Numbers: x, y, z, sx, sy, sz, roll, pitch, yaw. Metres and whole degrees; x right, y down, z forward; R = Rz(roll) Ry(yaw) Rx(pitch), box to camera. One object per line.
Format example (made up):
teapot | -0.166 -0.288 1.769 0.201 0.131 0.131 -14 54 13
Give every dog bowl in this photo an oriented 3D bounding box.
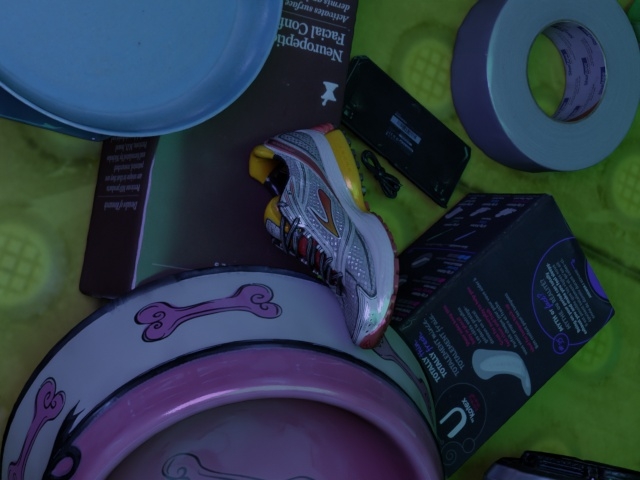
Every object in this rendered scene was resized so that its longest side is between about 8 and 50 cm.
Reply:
dog bowl | -0.072 0.234 1.133 0.407 0.150 0.408 -6 115 -13

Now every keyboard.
keyboard | 0.078 -0.103 1.376 0.180 0.023 0.108 38 67 -24

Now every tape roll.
tape roll | 0.254 -0.185 1.442 0.219 0.072 0.219 -1 91 -28

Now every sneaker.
sneaker | 0.000 0.000 1.107 0.092 0.088 0.225 -9 53 -21

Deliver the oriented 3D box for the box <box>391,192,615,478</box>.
box | 0.146 0.090 1.347 0.270 0.143 0.165 -40 110 -22

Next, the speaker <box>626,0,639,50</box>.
speaker | 0.487 -0.179 1.543 0.131 0.131 0.296 -48 112 -20

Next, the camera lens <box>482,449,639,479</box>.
camera lens | 0.264 0.373 1.376 0.219 0.219 0.274 14 84 -29

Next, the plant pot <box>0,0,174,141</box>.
plant pot | -0.222 -0.230 1.128 0.165 0.165 0.234 13 78 -29

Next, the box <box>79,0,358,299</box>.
box | -0.092 -0.120 1.215 0.191 0.143 0.382 9 88 -29

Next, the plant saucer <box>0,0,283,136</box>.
plant saucer | -0.175 -0.233 1.041 0.317 0.043 0.318 7 77 -31
